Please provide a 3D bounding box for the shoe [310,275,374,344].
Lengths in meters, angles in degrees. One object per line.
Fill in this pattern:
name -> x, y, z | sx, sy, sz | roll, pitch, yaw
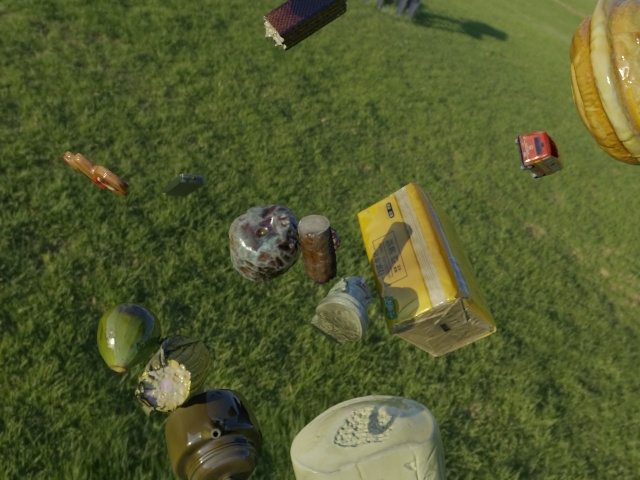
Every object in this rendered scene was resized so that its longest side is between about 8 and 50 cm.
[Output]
shoe -> 0.069, 0.146, 1.263 | 0.124, 0.316, 0.159 | 36, 69, 1

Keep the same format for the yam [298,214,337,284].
yam -> -0.006, 0.021, 1.185 | 0.079, 0.141, 0.079 | -5, 37, 4

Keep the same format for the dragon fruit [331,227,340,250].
dragon fruit -> 0.000, 0.000, 2.311 | 0.125, 0.246, 0.125 | 0, 84, -20

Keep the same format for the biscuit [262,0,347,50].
biscuit -> -0.049, -0.668, 1.595 | 0.252, 0.070, 0.106 | -35, 65, -7

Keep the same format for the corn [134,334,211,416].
corn -> -0.300, 0.271, 1.109 | 0.122, 0.123, 0.305 | 50, -6, 0

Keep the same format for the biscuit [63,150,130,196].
biscuit -> -0.567, -0.162, 1.376 | 0.250, 0.036, 0.165 | 19, -18, 44

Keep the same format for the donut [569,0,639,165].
donut -> 0.770, -0.387, 1.319 | 0.449, 0.198, 0.449 | 10, 75, -40

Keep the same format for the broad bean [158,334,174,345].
broad bean -> -0.499, 0.378, 1.825 | 0.098, 0.318, 0.056 | -42, 112, -27

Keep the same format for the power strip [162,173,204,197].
power strip -> -0.399, -0.161, 1.568 | 0.076, 0.169, 0.028 | 5, 76, -36

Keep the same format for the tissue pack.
tissue pack -> 0.281, 0.083, 1.464 | 0.293, 0.228, 0.382 | 34, 35, -45

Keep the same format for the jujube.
jujube -> -0.163, 0.011, 1.596 | 0.226, 0.317, 0.226 | 1, 74, -5

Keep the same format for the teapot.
teapot -> -0.203, 0.431, 1.078 | 0.185, 0.268, 0.175 | -15, 41, -17

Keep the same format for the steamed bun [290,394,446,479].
steamed bun -> 0.147, 0.686, 1.659 | 0.456, 0.371, 0.290 | -15, 24, -7

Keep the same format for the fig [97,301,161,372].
fig -> -0.645, 0.315, 1.795 | 0.207, 0.207, 0.230 | 26, 19, -3

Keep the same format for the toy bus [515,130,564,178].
toy bus -> 0.502, -0.194, 1.222 | 0.174, 0.077, 0.079 | 9, 70, -53
